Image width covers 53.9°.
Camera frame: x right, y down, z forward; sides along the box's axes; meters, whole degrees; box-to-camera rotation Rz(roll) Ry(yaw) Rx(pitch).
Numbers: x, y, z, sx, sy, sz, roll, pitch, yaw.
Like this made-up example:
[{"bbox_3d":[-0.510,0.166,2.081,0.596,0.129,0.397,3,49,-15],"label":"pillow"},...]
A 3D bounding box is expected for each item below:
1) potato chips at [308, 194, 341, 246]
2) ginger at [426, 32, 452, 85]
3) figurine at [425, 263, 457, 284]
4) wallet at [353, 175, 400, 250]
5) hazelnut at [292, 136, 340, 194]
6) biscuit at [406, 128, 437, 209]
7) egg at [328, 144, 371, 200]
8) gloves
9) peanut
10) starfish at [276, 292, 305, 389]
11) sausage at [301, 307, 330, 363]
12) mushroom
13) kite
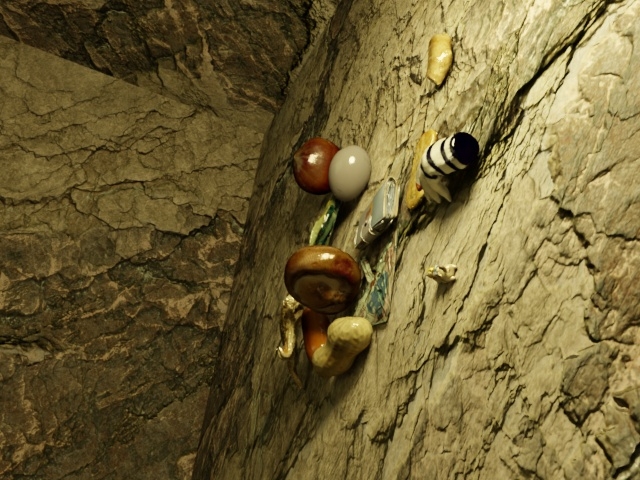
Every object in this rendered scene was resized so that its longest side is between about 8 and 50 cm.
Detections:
[{"bbox_3d":[0.000,0.000,2.295,0.358,0.070,0.429,105,-178,-56],"label":"potato chips"},{"bbox_3d":[0.351,-0.540,1.857,0.095,0.069,0.190,94,-176,-61],"label":"ginger"},{"bbox_3d":[0.280,0.074,1.473,0.083,0.050,0.047,-37,33,62],"label":"figurine"},{"bbox_3d":[0.175,-0.072,1.928,0.231,0.069,0.170,125,162,-58],"label":"wallet"},{"bbox_3d":[-0.020,-0.295,2.522,0.229,0.229,0.229,-162,90,-73],"label":"hazelnut"},{"bbox_3d":[0.283,-0.203,1.785,0.118,0.029,0.247,147,139,-65],"label":"biscuit"},{"bbox_3d":[0.100,-0.233,2.186,0.146,0.146,0.199,-115,40,-66],"label":"egg"},{"bbox_3d":[0.295,-0.182,1.569,0.218,0.131,0.140,-28,42,53],"label":"gloves"},{"bbox_3d":[0.053,0.305,1.814,0.125,0.111,0.274,56,132,25],"label":"peanut"},{"bbox_3d":[-0.098,0.318,2.132,0.432,0.082,0.324,-91,-2,-51],"label":"starfish"},{"bbox_3d":[-0.009,0.307,2.044,0.274,0.105,0.105,-103,35,-62],"label":"sausage"},{"bbox_3d":[0.006,0.117,1.921,0.253,0.253,0.153,-55,10,43],"label":"mushroom"},{"bbox_3d":[0.160,0.132,1.849,0.368,0.014,0.406,-105,36,-62],"label":"kite"}]
